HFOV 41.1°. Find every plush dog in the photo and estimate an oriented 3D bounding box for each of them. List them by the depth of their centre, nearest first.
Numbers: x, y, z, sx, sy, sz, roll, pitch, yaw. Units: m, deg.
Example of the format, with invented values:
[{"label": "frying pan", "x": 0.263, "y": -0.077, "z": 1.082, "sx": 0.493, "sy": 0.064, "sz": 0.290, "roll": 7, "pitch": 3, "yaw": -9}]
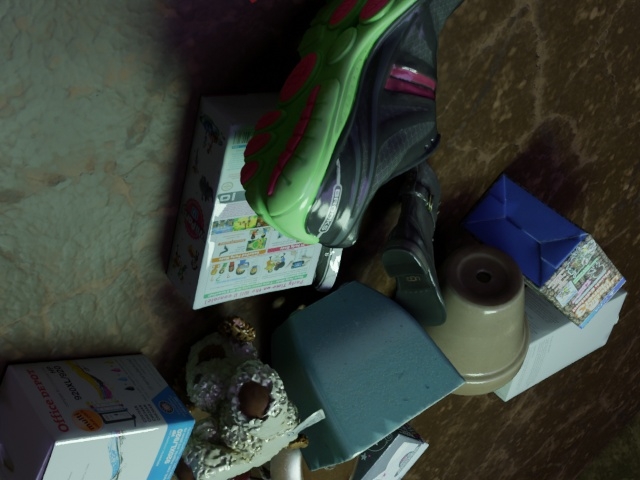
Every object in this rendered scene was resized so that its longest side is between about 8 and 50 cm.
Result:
[{"label": "plush dog", "x": -0.136, "y": 0.244, "z": 1.375, "sx": 0.211, "sy": 0.225, "sz": 0.262, "roll": 7, "pitch": 131, "yaw": -49}]

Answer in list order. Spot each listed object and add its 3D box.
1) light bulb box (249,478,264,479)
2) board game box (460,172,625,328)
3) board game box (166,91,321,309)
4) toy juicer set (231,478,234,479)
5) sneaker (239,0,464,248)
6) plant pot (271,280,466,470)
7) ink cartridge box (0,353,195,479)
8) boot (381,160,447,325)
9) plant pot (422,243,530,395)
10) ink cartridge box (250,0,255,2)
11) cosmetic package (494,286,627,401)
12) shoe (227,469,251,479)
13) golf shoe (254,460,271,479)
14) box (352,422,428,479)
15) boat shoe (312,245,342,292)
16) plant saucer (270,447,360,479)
[{"label": "light bulb box", "x": -0.097, "y": 0.734, "z": 1.855, "sx": 0.358, "sy": 0.225, "sz": 0.361, "roll": -51, "pitch": 143, "yaw": 5}, {"label": "board game box", "x": 0.458, "y": 0.026, "z": 1.747, "sx": 0.141, "sy": 0.232, "sz": 0.291, "roll": -50, "pitch": 142, "yaw": 5}, {"label": "board game box", "x": -0.089, "y": -0.062, "z": 1.255, "sx": 0.224, "sy": 0.097, "sz": 0.303, "roll": -10, "pitch": 128, "yaw": -37}, {"label": "toy juicer set", "x": -0.224, "y": 0.592, "z": 1.627, "sx": 0.209, "sy": 0.089, "sz": 0.328, "roll": 23, "pitch": 92, "yaw": -10}, {"label": "sneaker", "x": 0.074, "y": -0.201, "z": 1.140, "sx": 0.202, "sy": 0.185, "sz": 0.482, "roll": 42, "pitch": 74, "yaw": -37}, {"label": "plant pot", "x": 0.048, "y": 0.220, "z": 1.488, "sx": 0.248, "sy": 0.252, "sz": 0.247, "roll": -28, "pitch": 170, "yaw": -24}, {"label": "ink cartridge box", "x": -0.345, "y": 0.288, "z": 1.258, "sx": 0.233, "sy": 0.171, "sz": 0.168, "roll": 2, "pitch": 121, "yaw": -46}, {"label": "boot", "x": 0.182, "y": 0.001, "z": 1.497, "sx": 0.263, "sy": 0.091, "sz": 0.228, "roll": 68, "pitch": 30, "yaw": -45}, {"label": "plant pot", "x": 0.291, "y": 0.130, "z": 1.625, "sx": 0.263, "sy": 0.263, "sz": 0.229, "roll": -28, "pitch": 151, "yaw": -23}, {"label": "ink cartridge box", "x": -0.012, "y": -0.418, "z": 1.044, "sx": 0.232, "sy": 0.066, "sz": 0.189, "roll": -43, "pitch": 143, "yaw": -12}, {"label": "cosmetic package", "x": 0.545, "y": 0.213, "z": 2.062, "sx": 0.366, "sy": 0.155, "sz": 0.196, "roll": -21, "pitch": 136, "yaw": -31}, {"label": "shoe", "x": -0.175, "y": 0.531, "z": 1.714, "sx": 0.064, "sy": 0.081, "sz": 0.178, "roll": 14, "pitch": 113, "yaw": -49}, {"label": "golf shoe", "x": -0.091, "y": 0.434, "z": 1.696, "sx": 0.120, "sy": 0.105, "sz": 0.273, "roll": -48, "pitch": 143, "yaw": 12}, {"label": "box", "x": 0.091, "y": 0.489, "z": 1.882, "sx": 0.247, "sy": 0.142, "sz": 0.163, "roll": -50, "pitch": 142, "yaw": 5}, {"label": "boat shoe", "x": 0.000, "y": 0.000, "z": 1.424, "sx": 0.070, "sy": 0.077, "sz": 0.219, "roll": 5, "pitch": 133, "yaw": -8}, {"label": "plant saucer", "x": 0.007, "y": 0.401, "z": 1.673, "sx": 0.311, "sy": 0.050, "sz": 0.310, "roll": -11, "pitch": 103, "yaw": -57}]
